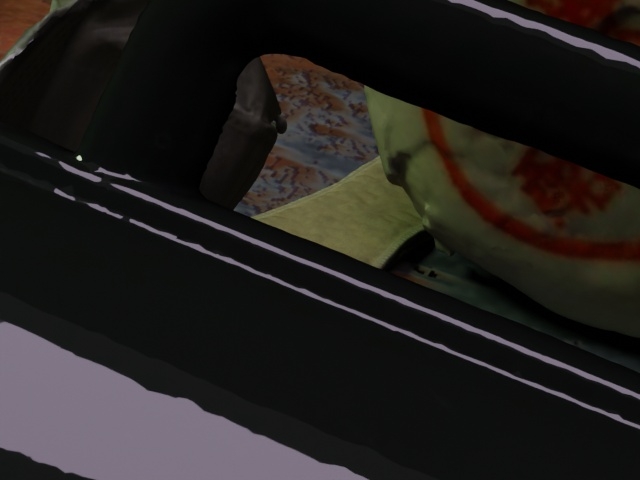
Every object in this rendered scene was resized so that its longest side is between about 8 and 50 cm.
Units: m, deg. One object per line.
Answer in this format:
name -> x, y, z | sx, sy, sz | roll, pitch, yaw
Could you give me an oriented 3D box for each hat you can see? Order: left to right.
hat -> -0.120, 0.012, 0.642 | 0.149, 0.214, 0.245 | 32, 59, -19

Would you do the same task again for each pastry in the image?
pastry -> 0.145, -0.080, 0.715 | 0.264, 0.265, 0.133 | 16, 31, 16

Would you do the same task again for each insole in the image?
insole -> 0.000, 0.000, 0.775 | 0.081, 0.011, 0.248 | 26, 38, 29

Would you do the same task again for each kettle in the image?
kettle -> -0.003, 0.081, 0.448 | 0.308, 0.203, 0.262 | 18, 63, 16
